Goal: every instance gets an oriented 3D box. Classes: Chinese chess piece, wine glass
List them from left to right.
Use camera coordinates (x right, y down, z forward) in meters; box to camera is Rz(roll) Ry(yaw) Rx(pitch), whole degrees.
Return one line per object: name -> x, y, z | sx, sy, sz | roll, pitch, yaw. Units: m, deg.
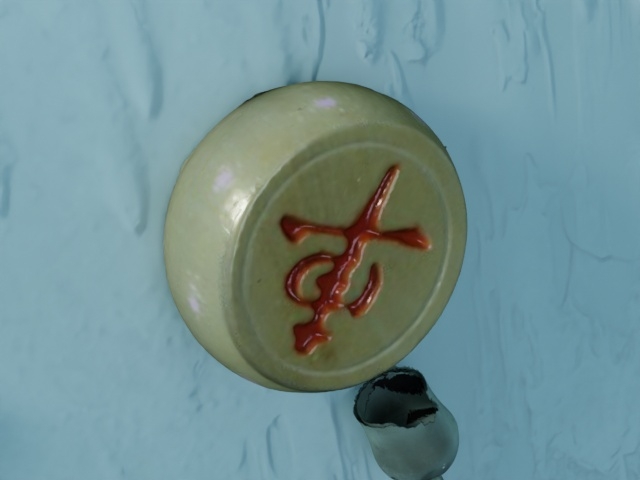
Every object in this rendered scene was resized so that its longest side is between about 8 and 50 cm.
Chinese chess piece -> 0.000, 0.000, 1.275 | 0.250, 0.097, 0.251 | -14, 117, -29
wine glass -> 0.096, 0.198, 1.436 | 0.079, 0.079, 0.195 | -40, 127, -12
